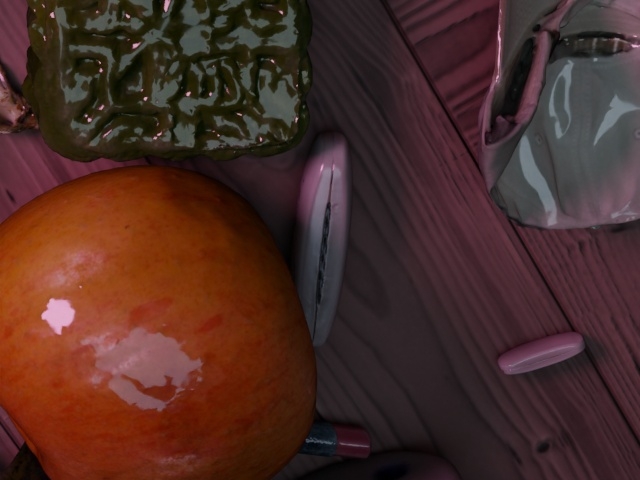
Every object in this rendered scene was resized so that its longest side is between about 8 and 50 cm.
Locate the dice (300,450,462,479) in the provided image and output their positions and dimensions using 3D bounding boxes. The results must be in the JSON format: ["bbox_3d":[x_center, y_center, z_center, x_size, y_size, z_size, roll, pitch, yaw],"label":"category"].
[{"bbox_3d":[0.062,0.319,1.663,0.192,0.194,0.193,-18,111,-2],"label":"dice"}]

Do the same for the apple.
[{"bbox_3d":[-0.152,0.085,1.507,0.275,0.299,0.299,-22,110,-14],"label":"apple"}]

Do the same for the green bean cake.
[{"bbox_3d":[-0.132,-0.180,1.510,0.248,0.125,0.222,-4,109,-5],"label":"green bean cake"}]

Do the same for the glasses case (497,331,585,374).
[{"bbox_3d":[0.206,0.105,1.690,0.083,0.032,0.021,-18,112,-1],"label":"glasses case"}]

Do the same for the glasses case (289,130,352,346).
[{"bbox_3d":[0.000,0.000,1.610,0.049,0.076,0.197,5,109,-6],"label":"glasses case"}]

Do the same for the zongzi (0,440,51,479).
[{"bbox_3d":[-0.155,0.342,1.551,0.383,0.362,0.319,33,75,-10],"label":"zongzi"}]

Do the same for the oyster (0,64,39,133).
[{"bbox_3d":[-0.285,-0.131,1.569,0.081,0.038,0.083,-3,81,-31],"label":"oyster"}]

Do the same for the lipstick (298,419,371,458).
[{"bbox_3d":[-0.067,0.175,1.675,0.234,0.053,0.053,8,107,-10],"label":"lipstick"}]

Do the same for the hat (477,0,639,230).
[{"bbox_3d":[0.235,-0.167,1.560,0.258,0.168,0.301,-3,84,-12],"label":"hat"}]
